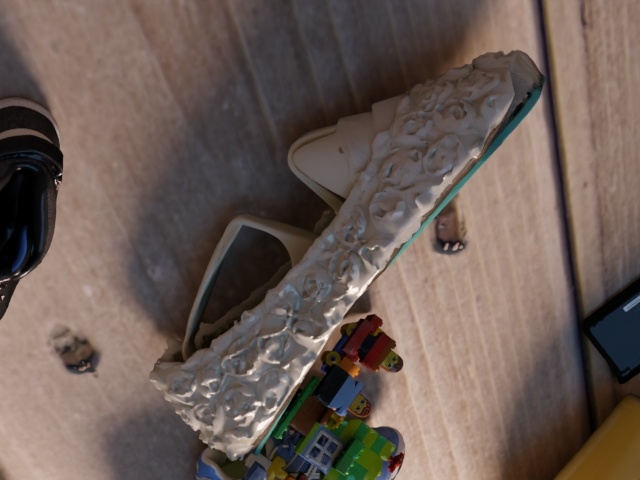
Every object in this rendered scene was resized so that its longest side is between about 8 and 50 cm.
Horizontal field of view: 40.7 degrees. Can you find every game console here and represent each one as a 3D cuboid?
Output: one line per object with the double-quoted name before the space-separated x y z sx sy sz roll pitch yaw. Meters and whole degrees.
"game console" 0.345 0.087 0.911 0.122 0.071 0.107 -39 95 5

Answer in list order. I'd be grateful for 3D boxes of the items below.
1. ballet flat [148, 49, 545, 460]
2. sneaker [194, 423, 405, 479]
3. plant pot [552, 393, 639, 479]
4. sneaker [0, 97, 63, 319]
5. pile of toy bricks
"ballet flat" 0.000 0.000 0.670 0.147 0.147 0.409 28 107 -31
"sneaker" -0.019 0.215 0.818 0.211 0.080 0.081 -14 125 -12
"plant pot" 0.349 0.305 0.919 0.254 0.254 0.239 24 94 -30
"sneaker" -0.240 0.016 0.592 0.079 0.121 0.216 16 114 -26
"pile of toy bricks" 0.019 0.171 0.741 0.105 0.118 0.212 37 80 -4
